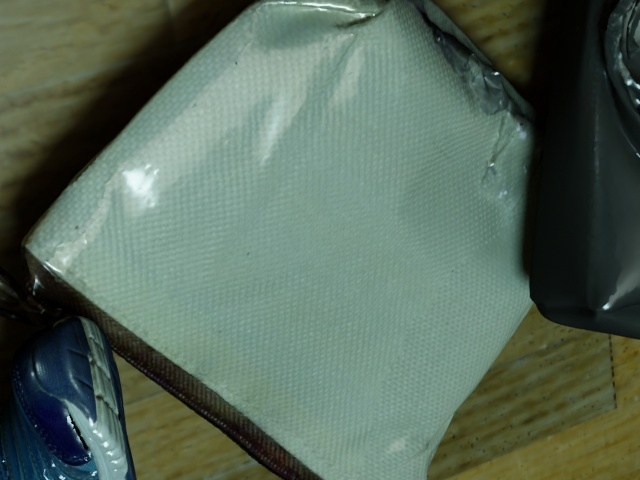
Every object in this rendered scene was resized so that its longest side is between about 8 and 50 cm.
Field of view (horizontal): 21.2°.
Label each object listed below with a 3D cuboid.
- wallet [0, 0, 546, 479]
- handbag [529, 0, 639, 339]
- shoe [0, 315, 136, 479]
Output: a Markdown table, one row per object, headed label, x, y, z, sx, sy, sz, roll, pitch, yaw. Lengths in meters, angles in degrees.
| label | x | y | z | sx | sy | sz | roll | pitch | yaw |
| --- | --- | --- | --- | --- | --- | --- | --- | --- | --- |
| wallet | 0.001 | 0.002 | 0.925 | 0.275 | 0.068 | 0.335 | -50 | 129 | 0 |
| handbag | 0.250 | -0.081 | 0.943 | 0.257 | 0.113 | 0.285 | 6 | 89 | -18 |
| shoe | -0.144 | 0.117 | 0.836 | 0.106 | 0.091 | 0.207 | -1 | 142 | -19 |
